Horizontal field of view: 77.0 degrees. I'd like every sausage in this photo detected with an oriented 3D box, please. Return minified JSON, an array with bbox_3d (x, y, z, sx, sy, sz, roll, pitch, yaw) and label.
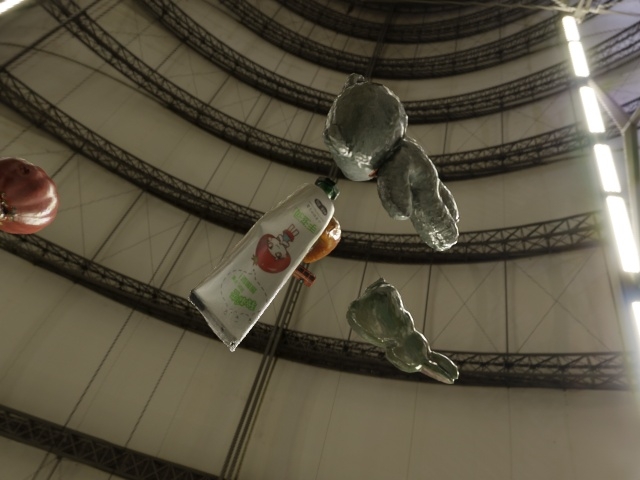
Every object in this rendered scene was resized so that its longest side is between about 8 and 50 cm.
[{"bbox_3d":[0.005,0.000,1.357,0.103,0.302,0.076,8,-115,-15],"label":"sausage"}]

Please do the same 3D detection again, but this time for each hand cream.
[{"bbox_3d":[-0.075,0.014,0.673,0.076,0.121,0.336,0,-136,47],"label":"hand cream"}]

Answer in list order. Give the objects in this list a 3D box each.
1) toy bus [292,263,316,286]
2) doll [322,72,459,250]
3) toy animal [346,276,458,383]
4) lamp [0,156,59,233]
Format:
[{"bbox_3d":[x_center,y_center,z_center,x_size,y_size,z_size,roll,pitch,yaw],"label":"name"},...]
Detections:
[{"bbox_3d":[-0.064,0.084,1.107,0.110,0.031,0.043,38,-87,-17],"label":"toy bus"},{"bbox_3d":[0.123,-0.119,0.728,0.158,0.340,0.245,-22,-151,35],"label":"doll"},{"bbox_3d":[0.163,0.209,0.833,0.127,0.125,0.251,-35,-104,-25],"label":"toy animal"},{"bbox_3d":[-0.390,-0.056,0.513,0.101,0.101,0.090,2,-157,3],"label":"lamp"}]
